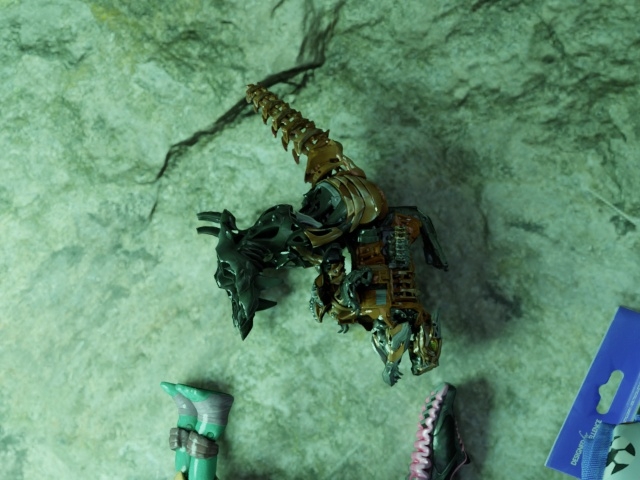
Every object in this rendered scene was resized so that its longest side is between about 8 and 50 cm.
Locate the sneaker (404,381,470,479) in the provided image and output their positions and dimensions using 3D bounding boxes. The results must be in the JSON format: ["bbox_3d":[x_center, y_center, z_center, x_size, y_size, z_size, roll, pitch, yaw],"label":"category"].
[{"bbox_3d":[0.122,0.200,1.401,0.057,0.047,0.119,14,85,-7],"label":"sneaker"}]

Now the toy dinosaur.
[{"bbox_3d":[0.000,0.000,1.424,0.218,0.164,0.322,-24,58,-9],"label":"toy dinosaur"}]

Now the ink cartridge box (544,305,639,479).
[{"bbox_3d":[0.340,0.159,1.310,0.208,0.045,0.206,20,55,17],"label":"ink cartridge box"}]

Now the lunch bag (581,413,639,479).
[{"bbox_3d":[0.367,0.322,1.098,0.328,0.239,0.385,-3,70,22],"label":"lunch bag"}]

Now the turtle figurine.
[{"bbox_3d":[-0.145,0.260,1.402,0.175,0.118,0.234,0,76,52],"label":"turtle figurine"}]
